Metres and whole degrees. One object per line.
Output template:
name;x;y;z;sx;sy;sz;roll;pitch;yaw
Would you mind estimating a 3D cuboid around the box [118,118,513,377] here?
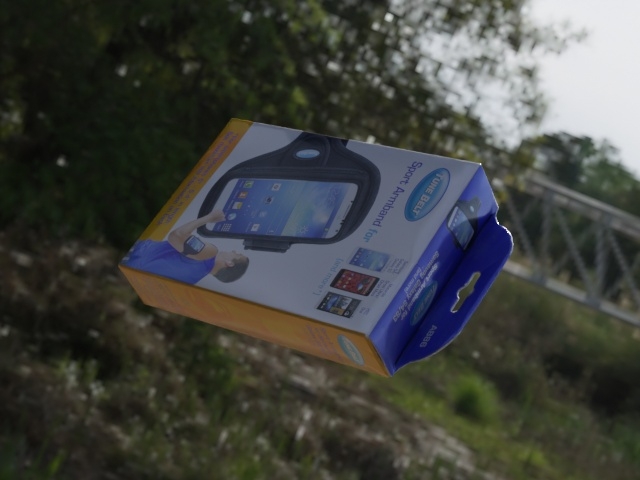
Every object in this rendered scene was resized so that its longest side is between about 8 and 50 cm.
box;0.000;0.000;0.517;0.136;0.081;0.028;12;-34;38
